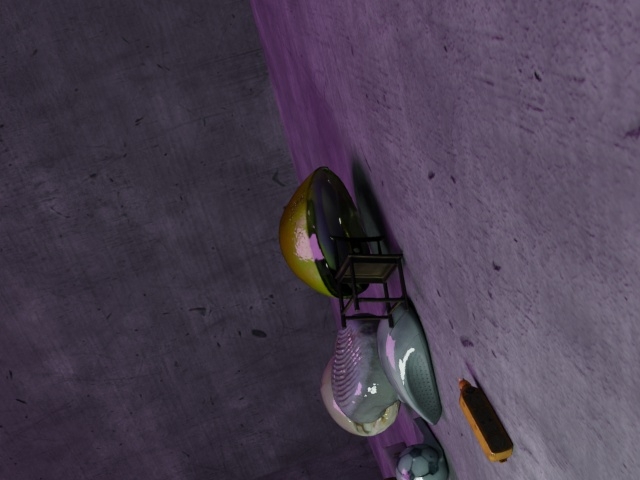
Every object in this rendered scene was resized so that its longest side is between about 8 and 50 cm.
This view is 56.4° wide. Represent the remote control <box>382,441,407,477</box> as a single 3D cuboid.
[{"bbox_3d":[0.327,0.898,2.382,0.250,0.103,0.034,-126,22,-70],"label":"remote control"}]

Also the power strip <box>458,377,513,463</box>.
[{"bbox_3d":[0.304,0.333,1.127,0.178,0.049,0.028,-113,13,-45],"label":"power strip"}]

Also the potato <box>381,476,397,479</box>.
[{"bbox_3d":[0.282,0.871,1.877,0.359,0.219,0.270,25,99,62],"label":"potato"}]

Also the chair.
[{"bbox_3d":[0.120,0.077,1.490,0.141,0.154,0.260,117,151,-58],"label":"chair"}]

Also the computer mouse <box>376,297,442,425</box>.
[{"bbox_3d":[0.226,0.334,1.587,0.188,0.121,0.371,-122,12,-71],"label":"computer mouse"}]

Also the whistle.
[{"bbox_3d":[0.286,0.655,1.756,0.290,0.163,0.164,-124,18,-70],"label":"whistle"}]

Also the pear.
[{"bbox_3d":[-0.004,-0.003,1.723,0.399,0.165,0.399,45,-143,-49],"label":"pear"}]

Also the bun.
[{"bbox_3d":[0.158,0.394,1.887,0.354,0.194,0.355,-170,90,-73],"label":"bun"}]

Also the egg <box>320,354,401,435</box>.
[{"bbox_3d":[0.136,0.527,2.160,0.336,0.278,0.278,-129,21,-59],"label":"egg"}]
